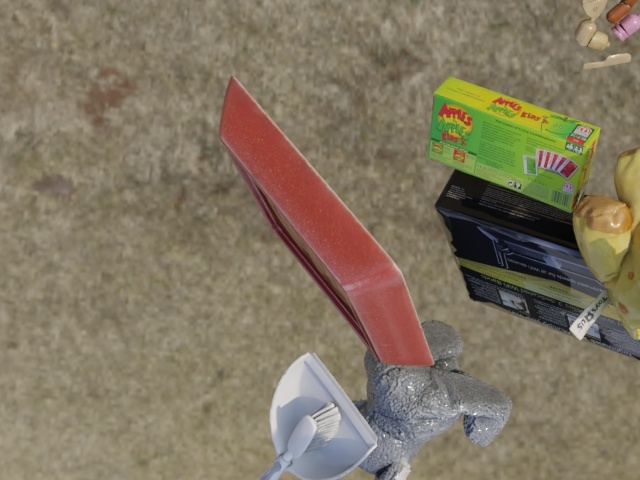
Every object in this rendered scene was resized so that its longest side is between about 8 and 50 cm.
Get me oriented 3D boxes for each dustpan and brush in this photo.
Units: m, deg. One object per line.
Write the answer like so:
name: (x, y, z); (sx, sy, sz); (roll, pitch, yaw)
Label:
dustpan and brush: (-0.027, 0.256, 1.405); (0.060, 0.147, 0.211); (-20, 152, -37)

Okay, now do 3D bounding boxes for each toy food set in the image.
toy food set: (0.304, -0.240, 1.193); (0.078, 0.019, 0.122); (-10, 131, -9)

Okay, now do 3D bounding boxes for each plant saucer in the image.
plant saucer: (0.000, 0.000, 1.086); (0.047, 0.259, 0.258); (-38, 154, -6)

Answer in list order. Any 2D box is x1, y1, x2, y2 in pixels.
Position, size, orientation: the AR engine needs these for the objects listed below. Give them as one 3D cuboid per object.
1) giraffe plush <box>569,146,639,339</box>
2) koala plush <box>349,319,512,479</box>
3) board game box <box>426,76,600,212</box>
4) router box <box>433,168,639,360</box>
giraffe plush: (0.353, 0.026, 1.110); (0.181, 0.210, 0.170); (26, 179, -26)
koala plush: (0.109, 0.247, 1.603); (0.203, 0.196, 0.221); (6, 128, -44)
board game box: (0.211, -0.108, 1.267); (0.181, 0.043, 0.092); (23, 134, 22)
router box: (0.313, 0.034, 1.412); (0.308, 0.081, 0.243); (20, 157, 28)
